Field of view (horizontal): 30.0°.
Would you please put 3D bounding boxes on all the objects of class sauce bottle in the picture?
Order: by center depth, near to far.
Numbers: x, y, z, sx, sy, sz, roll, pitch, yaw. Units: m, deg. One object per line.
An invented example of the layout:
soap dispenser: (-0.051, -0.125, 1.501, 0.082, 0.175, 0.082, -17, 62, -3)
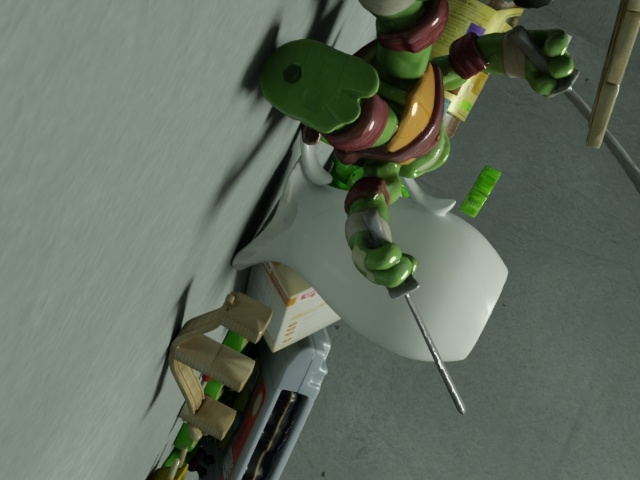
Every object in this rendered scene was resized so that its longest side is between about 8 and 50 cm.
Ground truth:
sauce bottle: (0.216, -0.309, 1.654, 0.344, 0.111, 0.111, -62, 176, 6)

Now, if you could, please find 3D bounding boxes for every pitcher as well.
pitcher: (0.055, -0.005, 0.980, 0.177, 0.207, 0.125, -65, 175, 27)

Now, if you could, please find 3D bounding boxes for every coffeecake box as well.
coffeecake box: (0.008, 0.027, 1.156, 0.142, 0.068, 0.185, -26, 165, -16)

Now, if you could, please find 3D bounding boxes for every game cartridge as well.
game cartridge: (-0.074, 0.200, 1.386, 0.196, 0.060, 0.294, -102, -146, -66)

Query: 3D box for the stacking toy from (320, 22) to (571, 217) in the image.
stacking toy: (0.122, -0.146, 1.146, 0.221, 0.167, 0.052, -61, 177, -16)

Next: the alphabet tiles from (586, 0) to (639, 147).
alphabet tiles: (0.207, -0.236, 0.696, 0.285, 0.011, 0.342, 89, 18, -59)

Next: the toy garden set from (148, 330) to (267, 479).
toy garden set: (-0.115, 0.188, 1.284, 0.244, 0.049, 0.204, -63, 176, 22)

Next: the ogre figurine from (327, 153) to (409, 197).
ogre figurine: (0.062, -0.027, 1.325, 0.118, 0.097, 0.197, 82, -6, -54)

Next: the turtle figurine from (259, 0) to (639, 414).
turtle figurine: (0.089, -0.068, 0.771, 0.198, 0.274, 0.266, -29, 156, 9)

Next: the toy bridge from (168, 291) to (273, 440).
toy bridge: (-0.083, 0.090, 0.906, 0.026, 0.063, 0.188, -59, 174, -36)

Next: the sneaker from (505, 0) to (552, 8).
sneaker: (0.110, -0.203, 0.513, 0.281, 0.106, 0.162, -136, -111, -84)
